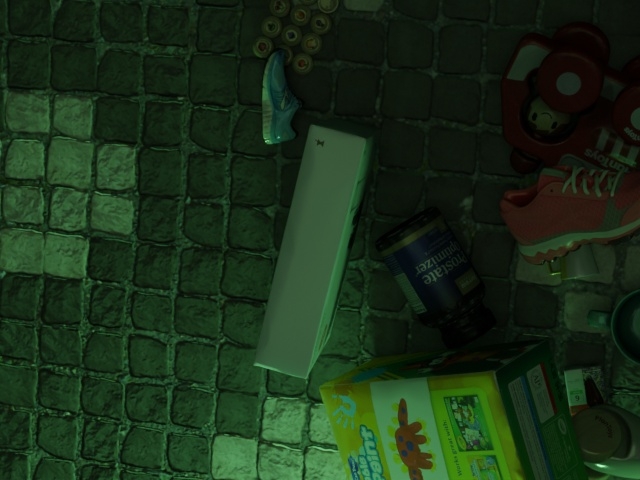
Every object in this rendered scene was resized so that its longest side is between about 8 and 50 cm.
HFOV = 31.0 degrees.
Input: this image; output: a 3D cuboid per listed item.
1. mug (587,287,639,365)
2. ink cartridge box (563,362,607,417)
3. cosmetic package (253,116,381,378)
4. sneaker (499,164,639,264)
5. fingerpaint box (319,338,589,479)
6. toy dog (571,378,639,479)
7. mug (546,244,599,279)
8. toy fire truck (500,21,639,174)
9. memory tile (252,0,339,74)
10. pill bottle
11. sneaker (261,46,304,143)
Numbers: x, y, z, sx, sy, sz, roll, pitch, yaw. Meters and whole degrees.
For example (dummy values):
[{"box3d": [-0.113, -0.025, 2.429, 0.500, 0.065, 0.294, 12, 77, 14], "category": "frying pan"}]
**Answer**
[{"box3d": [0.529, 0.129, 1.860, 0.158, 0.097, 0.129, 42, 104, 17], "category": "mug"}, {"box3d": [0.446, 0.266, 1.930, 0.063, 0.029, 0.115, -9, 96, 10], "category": "ink cartridge box"}, {"box3d": [0.000, 0.000, 1.838, 0.097, 0.284, 0.377, 15, 100, 7], "category": "cosmetic package"}, {"box3d": [0.401, -0.062, 1.777, 0.314, 0.116, 0.136, -25, 111, 45], "category": "sneaker"}, {"box3d": [0.235, 0.401, 1.834, 0.371, 0.163, 0.445, -13, 96, 45], "category": "fingerpaint box"}, {"box3d": [0.538, 0.307, 1.850, 0.333, 0.220, 0.161, 14, 60, -12], "category": "toy dog"}, {"box3d": [0.412, 0.030, 1.890, 0.078, 0.062, 0.064, -10, 88, 4], "category": "mug"}, {"box3d": [0.419, -0.184, 1.819, 0.302, 0.169, 0.254, 25, 121, 4], "category": "toy fire truck"}, {"box3d": [-0.041, -0.361, 1.934, 0.113, 0.012, 0.148, 25, 101, 5], "category": "memory tile"}, {"box3d": [0.194, 0.065, 1.897, 0.123, 0.123, 0.219, -32, 92, 12], "category": "pill bottle"}, {"box3d": [-0.063, -0.243, 1.936, 0.073, 0.063, 0.162, -1, 108, -2], "category": "sneaker"}]
